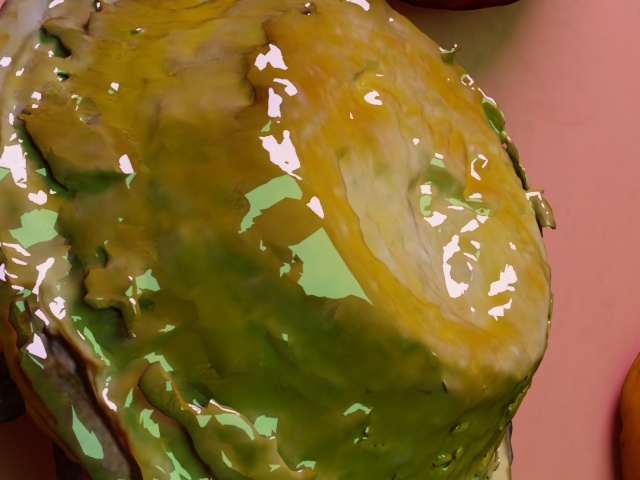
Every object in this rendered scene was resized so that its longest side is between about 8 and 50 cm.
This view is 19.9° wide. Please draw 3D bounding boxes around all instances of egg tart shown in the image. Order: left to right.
[{"bbox_3d":[0.000,0.000,0.677,0.295,0.116,0.295,32,43,-37],"label":"egg tart"}]

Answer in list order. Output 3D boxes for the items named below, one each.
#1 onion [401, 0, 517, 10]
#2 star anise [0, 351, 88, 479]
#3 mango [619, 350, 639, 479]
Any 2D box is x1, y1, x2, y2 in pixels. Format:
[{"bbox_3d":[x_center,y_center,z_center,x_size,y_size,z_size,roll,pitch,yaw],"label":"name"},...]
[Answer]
[{"bbox_3d":[0.068,-0.226,0.810,0.248,0.161,0.248,1,89,-52],"label":"onion"},{"bbox_3d":[-0.076,0.043,0.694,0.129,0.056,0.124,28,63,-26],"label":"star anise"},{"bbox_3d":[0.226,0.132,0.851,0.141,0.102,0.217,-18,86,-30],"label":"mango"}]
